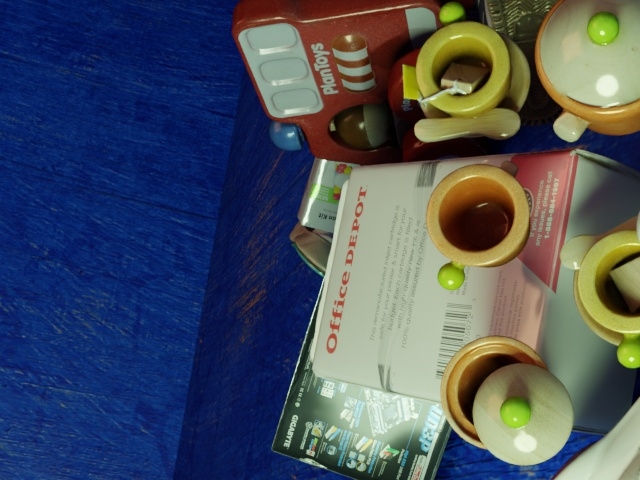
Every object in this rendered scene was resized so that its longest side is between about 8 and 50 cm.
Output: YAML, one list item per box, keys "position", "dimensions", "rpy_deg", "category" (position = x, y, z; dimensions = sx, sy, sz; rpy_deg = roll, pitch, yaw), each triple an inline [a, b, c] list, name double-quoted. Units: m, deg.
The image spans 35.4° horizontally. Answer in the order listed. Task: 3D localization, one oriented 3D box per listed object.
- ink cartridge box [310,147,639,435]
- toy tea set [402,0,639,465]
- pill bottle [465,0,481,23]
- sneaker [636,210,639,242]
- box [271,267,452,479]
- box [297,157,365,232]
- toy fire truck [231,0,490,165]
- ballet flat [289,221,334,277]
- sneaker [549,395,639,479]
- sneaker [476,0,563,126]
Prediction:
- position: [0.130, 0.040, 0.861]
  dimensions: [0.283, 0.117, 0.207]
  rpy_deg: [1, 78, 56]
  category: "ink cartridge box"
- position: [0.150, -0.025, 0.663]
  dimensions: [0.124, 0.200, 0.336]
  rpy_deg: [29, -124, -66]
  category: "toy tea set"
- position: [0.158, -0.293, 1.213]
  dimensions: [0.180, 0.108, 0.108]
  rpy_deg: [123, 155, -52]
  category: "pill bottle"
- position: [0.273, -0.066, 0.615]
  dimensions: [0.212, 0.080, 0.094]
  rpy_deg: [-48, 2, 4]
  category: "sneaker"
- position: [0.062, 0.145, 1.051]
  dimensions: [0.051, 0.175, 0.220]
  rpy_deg: [-55, -18, -76]
  category: "box"
- position: [0.065, -0.094, 1.309]
  dimensions: [0.038, 0.145, 0.186]
  rpy_deg: [-114, 40, -68]
  category: "box"
- position: [0.053, -0.176, 1.118]
  dimensions: [0.302, 0.254, 0.169]
  rpy_deg: [68, -161, -61]
  category: "toy fire truck"
- position: [0.000, 0.000, 1.612]
  dimensions: [0.248, 0.086, 0.086]
  rpy_deg: [-138, 62, -74]
  category: "ballet flat"
- position: [0.248, 0.131, 0.591]
  dimensions: [0.152, 0.114, 0.305]
  rpy_deg: [53, 129, 41]
  category: "sneaker"
- position: [0.194, -0.261, 0.937]
  dimensions: [0.282, 0.099, 0.153]
  rpy_deg: [80, -171, -46]
  category: "sneaker"
